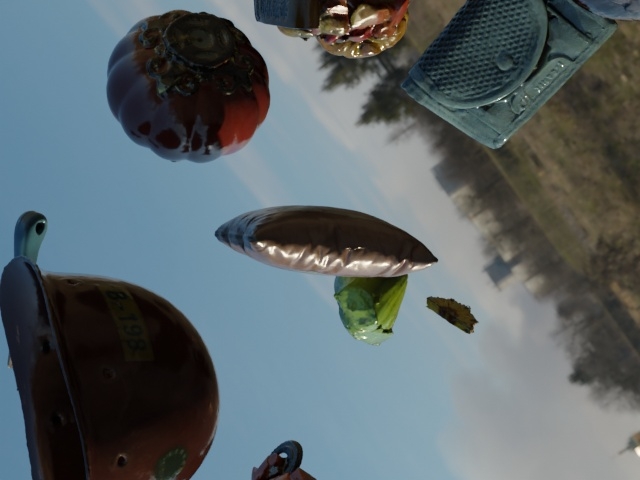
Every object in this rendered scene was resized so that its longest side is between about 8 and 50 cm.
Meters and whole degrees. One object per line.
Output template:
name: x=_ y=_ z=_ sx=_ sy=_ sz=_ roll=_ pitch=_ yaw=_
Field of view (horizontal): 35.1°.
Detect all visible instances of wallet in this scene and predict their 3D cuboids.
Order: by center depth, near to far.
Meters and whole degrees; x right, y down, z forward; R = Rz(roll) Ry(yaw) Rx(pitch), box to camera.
wallet: x=-0.055 y=-0.387 z=1.473 sx=0.195 sy=0.042 sz=0.161 roll=-148 pitch=49 yaw=-62
wallet: x=0.333 y=-0.333 z=1.824 sx=0.237 sy=0.342 sz=0.075 roll=33 pitch=-146 yaw=-14

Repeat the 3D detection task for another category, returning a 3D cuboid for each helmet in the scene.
helmet: x=-0.254 y=0.184 z=1.294 sx=0.230 sy=0.338 sz=0.385 roll=-8 pitch=-137 yaw=-26

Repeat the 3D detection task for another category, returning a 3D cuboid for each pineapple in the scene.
pineapple: x=0.180 y=0.098 z=1.349 sx=0.083 sy=0.019 sz=0.045 roll=33 pitch=-148 yaw=35

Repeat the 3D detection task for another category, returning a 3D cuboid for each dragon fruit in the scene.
dragon fruit: x=0.048 y=-0.457 z=1.632 sx=0.263 sy=0.314 sz=0.296 roll=47 pitch=169 yaw=34

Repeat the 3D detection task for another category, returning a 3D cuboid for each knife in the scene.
knife: x=-0.430 y=0.072 z=1.483 sx=0.032 sy=0.244 sz=0.058 roll=16 pitch=-160 yaw=16

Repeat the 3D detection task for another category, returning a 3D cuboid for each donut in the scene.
donut: x=0.082 y=-0.508 z=2.240 sx=0.226 sy=0.226 sz=0.114 roll=47 pitch=-157 yaw=-35

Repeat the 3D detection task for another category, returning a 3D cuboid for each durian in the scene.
durian: x=0.070 y=0.081 z=1.481 sx=0.101 sy=0.139 sz=0.250 roll=15 pitch=179 yaw=7

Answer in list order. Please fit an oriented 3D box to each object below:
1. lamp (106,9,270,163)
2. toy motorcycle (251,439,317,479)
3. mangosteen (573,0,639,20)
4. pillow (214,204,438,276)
lamp: x=-0.180 y=-0.205 z=1.385 sx=0.227 sy=0.227 sz=0.227 roll=52 pitch=-169 yaw=-15
toy motorcycle: x=-0.081 y=0.462 z=1.567 sx=0.148 sy=0.221 sz=0.326 roll=40 pitch=-170 yaw=-27
mangosteen: x=0.446 y=-0.455 z=1.425 sx=0.288 sy=0.288 sz=0.288 roll=52 pitch=-169 yaw=-15
pillow: x=0.000 y=0.000 z=1.255 sx=0.223 sy=0.236 sz=0.084 roll=-159 pitch=72 yaw=-75
